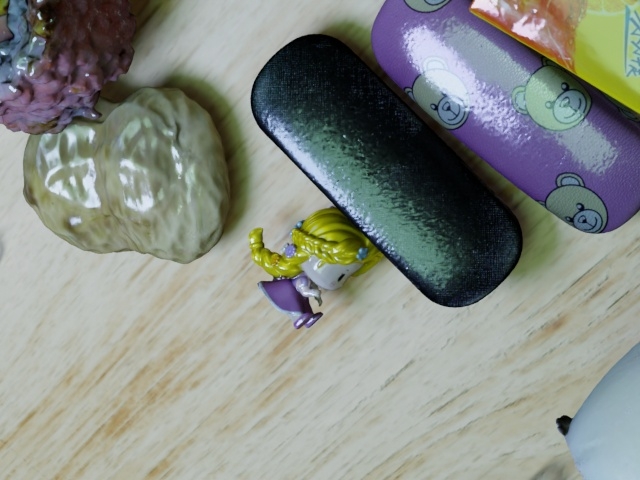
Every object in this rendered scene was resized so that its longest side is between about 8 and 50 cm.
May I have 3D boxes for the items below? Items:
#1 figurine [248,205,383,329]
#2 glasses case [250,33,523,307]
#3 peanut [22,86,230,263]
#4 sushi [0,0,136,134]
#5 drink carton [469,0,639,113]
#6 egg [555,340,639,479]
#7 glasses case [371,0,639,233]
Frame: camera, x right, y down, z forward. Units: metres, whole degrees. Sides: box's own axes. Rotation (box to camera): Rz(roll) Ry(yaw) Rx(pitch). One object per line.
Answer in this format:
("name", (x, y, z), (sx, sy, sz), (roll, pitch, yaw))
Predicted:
("figurine", (0.000, 0.000, 2.014), (0.156, 0.095, 0.115), (-44, 84, 13))
("glasses case", (0.065, -0.070, 1.942), (0.122, 0.082, 0.321), (-45, 86, 6))
("peanut", (-0.208, -0.068, 2.075), (0.233, 0.110, 0.197), (2, 114, 26))
("sushi", (-0.310, -0.247, 1.987), (0.236, 0.171, 0.270), (-9, 80, 34))
("drink carton", (0.327, -0.190, 1.762), (0.351, 0.111, 0.154), (33, 121, 11))
("egg", (0.443, 0.185, 1.738), (0.340, 0.354, 0.354), (-42, 89, 11))
("glasses case", (0.186, -0.133, 1.875), (0.316, 0.076, 0.123), (40, 121, 6))
